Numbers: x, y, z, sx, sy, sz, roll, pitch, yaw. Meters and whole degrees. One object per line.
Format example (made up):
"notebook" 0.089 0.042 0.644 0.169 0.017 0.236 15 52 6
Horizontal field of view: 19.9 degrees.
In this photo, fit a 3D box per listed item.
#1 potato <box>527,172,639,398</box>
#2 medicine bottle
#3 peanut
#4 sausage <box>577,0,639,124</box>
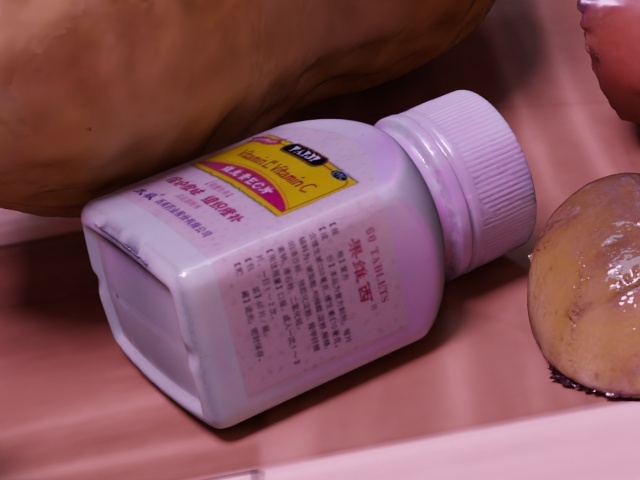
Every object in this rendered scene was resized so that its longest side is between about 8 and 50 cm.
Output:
"potato" 0.075 0.005 0.503 0.037 0.036 0.093 -4 28 9
"medicine bottle" 0.000 0.000 0.522 0.118 0.055 0.074 -22 25 -21
"peanut" -0.039 -0.092 0.601 0.149 0.149 0.313 10 25 37
"sausage" 0.214 -0.054 0.525 0.304 0.078 0.078 9 33 35
